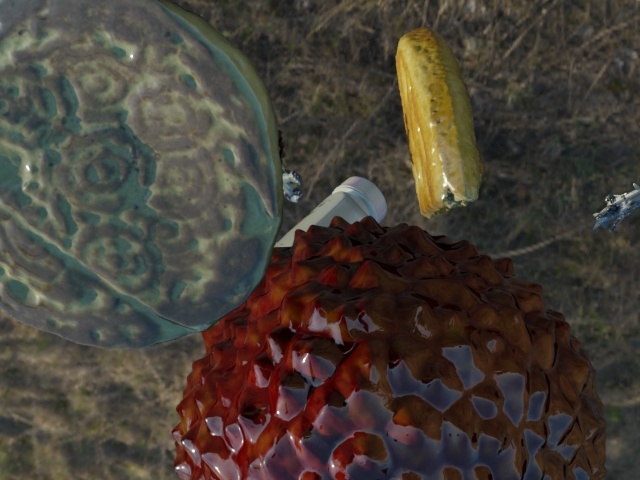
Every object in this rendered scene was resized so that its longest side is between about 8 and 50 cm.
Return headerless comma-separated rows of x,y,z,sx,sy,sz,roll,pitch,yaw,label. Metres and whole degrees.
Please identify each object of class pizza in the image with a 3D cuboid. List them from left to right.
0.151,-0.164,1.215,0.087,0.258,0.268,-11,179,2,pizza

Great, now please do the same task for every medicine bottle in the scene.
0.000,0.000,1.785,0.111,0.296,0.161,48,145,0,medicine bottle

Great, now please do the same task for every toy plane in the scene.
0.367,-0.043,1.171,0.031,0.079,0.083,42,123,-15,toy plane

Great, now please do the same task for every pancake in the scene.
-0.138,-0.043,0.588,0.250,0.031,0.250,3,114,8,pancake

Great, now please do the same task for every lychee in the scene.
0.069,0.201,0.923,0.424,0.500,0.425,-13,132,-14,lychee

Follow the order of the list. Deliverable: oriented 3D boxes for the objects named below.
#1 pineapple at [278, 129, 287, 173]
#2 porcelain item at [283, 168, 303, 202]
-0.122,-0.039,0.741,0.161,0.137,0.176,10,158,23,pineapple
-0.052,-0.090,1.315,0.075,0.021,0.136,21,164,46,porcelain item
